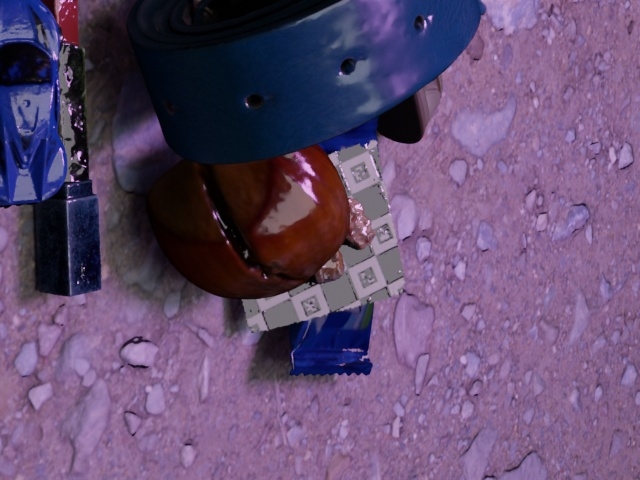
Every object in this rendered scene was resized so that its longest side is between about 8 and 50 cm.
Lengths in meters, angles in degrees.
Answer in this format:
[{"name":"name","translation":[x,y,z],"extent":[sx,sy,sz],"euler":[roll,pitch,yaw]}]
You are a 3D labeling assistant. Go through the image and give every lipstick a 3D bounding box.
[{"name":"lipstick","translation":[-0.261,-0.101,1.840],"extent":[0.051,0.051,0.312],"euler":[-12,105,-49]}]

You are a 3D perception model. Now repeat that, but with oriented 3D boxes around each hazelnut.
[{"name":"hazelnut","translation":[-0.074,-0.024,1.978],"extent":[0.181,0.212,0.181],"euler":[64,11,-1]}]

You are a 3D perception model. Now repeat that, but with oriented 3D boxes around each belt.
[{"name":"belt","translation":[-0.006,-0.244,1.929],"extent":[0.436,0.300,0.173],"euler":[-44,130,-34]}]

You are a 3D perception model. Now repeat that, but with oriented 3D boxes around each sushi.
[{"name":"sushi","translation":[0.000,0.000,2.102],"extent":[0.210,0.040,0.193],"euler":[-16,101,-20]}]

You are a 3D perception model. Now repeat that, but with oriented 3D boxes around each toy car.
[{"name":"toy car","translation":[-0.295,-0.137,1.752],"extent":[0.103,0.063,0.216],"euler":[-6,104,-26]}]

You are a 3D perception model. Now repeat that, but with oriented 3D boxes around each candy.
[{"name":"candy","translation":[0.015,0.004,2.194],"extent":[0.187,0.077,0.331],"euler":[1,94,-54]}]

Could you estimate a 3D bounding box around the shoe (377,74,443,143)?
[{"name":"shoe","translation":[0.093,-0.255,2.223],"extent":[0.098,0.103,0.275],"euler":[-47,137,-37]}]
